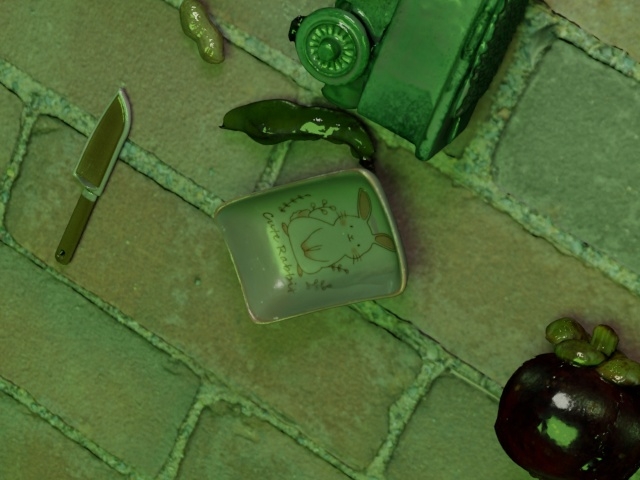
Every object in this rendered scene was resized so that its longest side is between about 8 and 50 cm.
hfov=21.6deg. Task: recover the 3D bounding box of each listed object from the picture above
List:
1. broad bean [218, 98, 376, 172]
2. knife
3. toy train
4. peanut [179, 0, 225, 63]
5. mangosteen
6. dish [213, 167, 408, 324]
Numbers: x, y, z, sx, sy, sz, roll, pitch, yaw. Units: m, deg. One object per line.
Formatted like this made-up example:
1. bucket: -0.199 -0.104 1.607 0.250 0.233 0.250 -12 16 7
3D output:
1. broad bean: -0.024 -0.128 1.875 0.195 0.046 0.061 18 112 19
2. knife: -0.283 -0.076 2.038 0.046 0.022 0.256 36 120 16
3. toy train: 0.094 -0.236 1.718 0.202 0.145 0.266 29 119 12
4. peanut: -0.133 -0.237 1.896 0.037 0.037 0.083 -38 80 32
5. mangosteen: 0.276 0.175 1.774 0.166 0.166 0.180 18 91 20
6. dish: 0.000 0.000 1.889 0.212 0.077 0.151 -14 99 30
